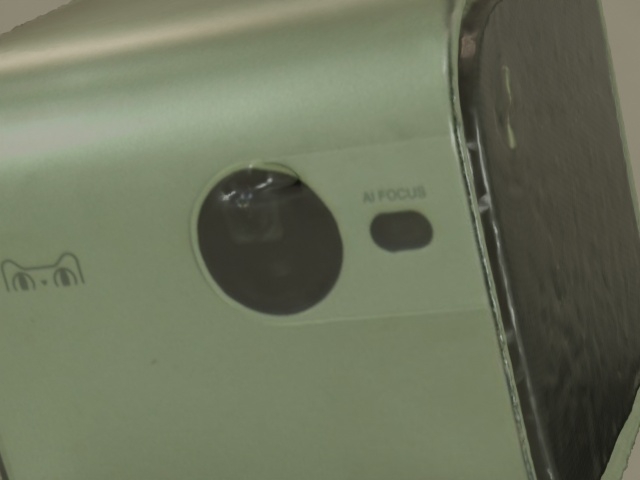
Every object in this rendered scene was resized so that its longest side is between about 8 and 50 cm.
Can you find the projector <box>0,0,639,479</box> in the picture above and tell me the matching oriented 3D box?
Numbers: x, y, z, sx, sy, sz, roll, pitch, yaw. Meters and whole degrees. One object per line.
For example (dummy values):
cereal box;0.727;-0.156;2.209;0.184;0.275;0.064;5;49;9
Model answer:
projector;0.000;0.000;0.755;0.248;0.249;0.248;-45;125;-60
